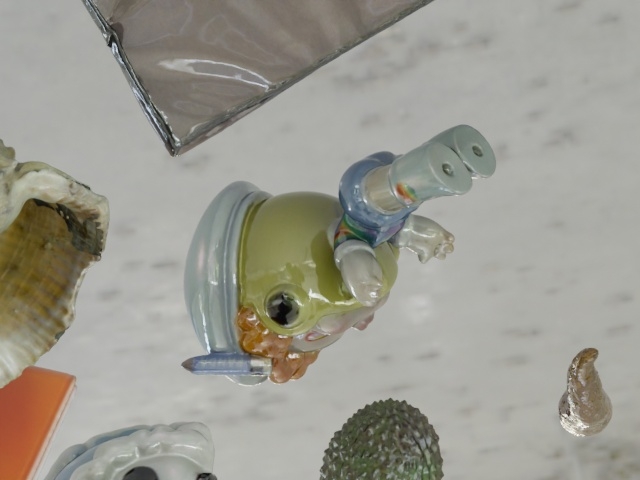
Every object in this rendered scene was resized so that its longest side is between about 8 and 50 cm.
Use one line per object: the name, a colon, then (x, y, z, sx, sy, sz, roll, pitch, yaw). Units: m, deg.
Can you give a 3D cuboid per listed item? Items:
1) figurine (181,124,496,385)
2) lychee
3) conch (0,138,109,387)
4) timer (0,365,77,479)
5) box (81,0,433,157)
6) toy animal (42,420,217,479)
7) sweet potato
figurine: (0.017, -0.013, 1.745, 0.382, 0.205, 0.224, -37, 180, 27)
lychee: (0.077, 0.276, 2.138, 0.171, 0.171, 0.171, -8, 163, -2)
conch: (-0.198, 0.011, 0.976, 0.155, 0.207, 0.130, 3, -154, -2)
timer: (-0.286, 0.229, 1.178, 0.161, 0.250, 0.257, 20, 124, -21)
box: (-0.034, -0.201, 1.046, 0.252, 0.188, 0.153, -28, -161, 7)
toy animal: (-0.187, 0.272, 1.643, 0.156, 0.208, 0.204, 5, 175, -17)
sweet potato: (0.231, 0.137, 1.516, 0.050, 0.050, 0.214, -10, 163, 6)
